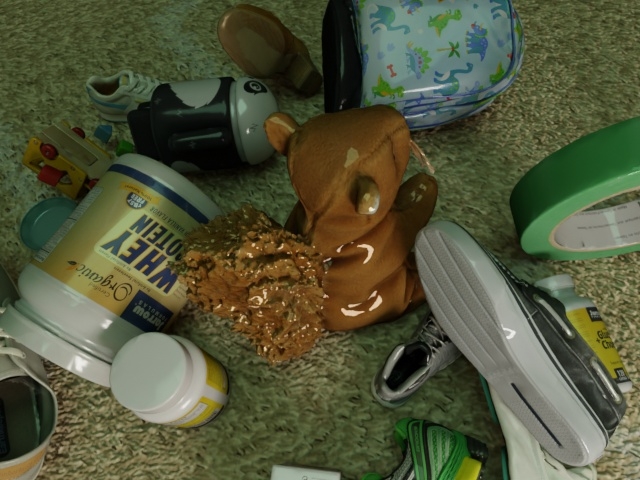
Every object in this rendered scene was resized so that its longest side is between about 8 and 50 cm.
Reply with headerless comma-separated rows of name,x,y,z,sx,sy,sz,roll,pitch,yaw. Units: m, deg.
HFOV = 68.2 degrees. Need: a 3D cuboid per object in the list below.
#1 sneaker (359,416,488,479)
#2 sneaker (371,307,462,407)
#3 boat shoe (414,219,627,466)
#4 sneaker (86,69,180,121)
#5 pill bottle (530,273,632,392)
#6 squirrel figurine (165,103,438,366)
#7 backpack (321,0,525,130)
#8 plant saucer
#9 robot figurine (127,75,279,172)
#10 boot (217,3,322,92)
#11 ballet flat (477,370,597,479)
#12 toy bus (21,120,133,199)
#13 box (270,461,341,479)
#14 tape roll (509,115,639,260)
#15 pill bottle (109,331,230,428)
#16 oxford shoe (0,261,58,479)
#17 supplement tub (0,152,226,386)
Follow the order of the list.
sneaker,0.099,0.408,0.634,0.146,0.134,0.344,21,60,20
sneaker,0.171,0.160,0.724,0.086,0.132,0.229,39,74,19
boat shoe,0.247,0.109,0.602,0.119,0.121,0.335,-30,84,-27
sneaker,-0.375,-0.307,1.001,0.228,0.092,0.087,-4,64,1
pill bottle,0.386,0.150,0.729,0.103,0.103,0.184,-13,66,-1
squirrel figurine,0.000,0.000,0.679,0.397,0.370,0.281,-37,68,-12
backpack,0.195,-0.345,0.900,0.355,0.273,0.290,0,85,-11
plant saucer,-0.523,-0.029,0.924,0.119,0.021,0.119,-1,65,3
robot figurine,-0.215,-0.223,0.905,0.278,0.173,0.209,-5,68,3
boot,-0.130,-0.416,0.948,0.104,0.295,0.211,-45,62,21
ballet flat,0.297,0.267,0.643,0.139,0.139,0.400,-6,69,1
toy bus,-0.463,-0.131,0.919,0.104,0.191,0.202,-43,60,33
box,-0.025,0.396,0.633,0.091,0.130,0.171,5,66,6
tape roll,0.455,-0.064,0.701,0.321,0.321,0.077,-6,66,2
pill bottle,-0.211,0.206,0.690,0.119,0.208,0.119,-2,65,3
oxford shoe,-0.523,0.164,0.736,0.130,0.169,0.449,-38,71,35
supplement tub,-0.317,0.046,0.760,0.228,0.228,0.316,26,70,15
